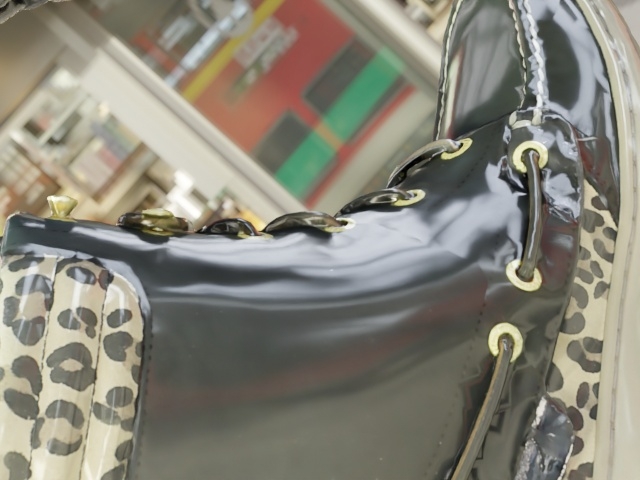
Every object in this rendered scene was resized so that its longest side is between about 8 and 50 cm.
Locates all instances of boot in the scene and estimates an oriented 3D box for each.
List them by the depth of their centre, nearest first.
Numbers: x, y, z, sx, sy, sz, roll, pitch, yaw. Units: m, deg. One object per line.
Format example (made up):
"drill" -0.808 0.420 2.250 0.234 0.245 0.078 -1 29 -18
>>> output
"boot" 0.001 0.000 0.393 0.085 0.178 0.236 124 153 -55

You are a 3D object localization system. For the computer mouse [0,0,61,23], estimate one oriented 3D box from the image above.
"computer mouse" -0.031 -0.170 0.435 0.272 0.072 0.188 -56 0 26
